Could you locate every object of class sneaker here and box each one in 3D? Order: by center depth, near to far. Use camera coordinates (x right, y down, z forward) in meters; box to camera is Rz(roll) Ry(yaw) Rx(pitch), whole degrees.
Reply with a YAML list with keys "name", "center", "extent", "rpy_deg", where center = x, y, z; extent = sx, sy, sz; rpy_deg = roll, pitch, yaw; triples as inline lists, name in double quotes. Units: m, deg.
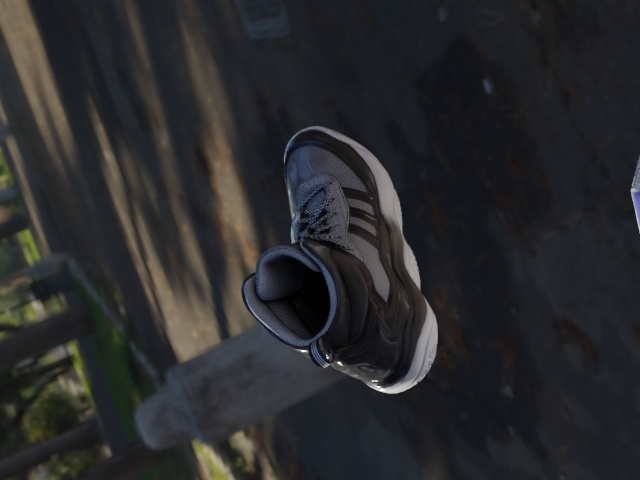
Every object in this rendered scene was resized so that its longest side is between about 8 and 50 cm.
- name: "sneaker"
  center: [0.000, 0.000, 1.059]
  extent: [0.101, 0.153, 0.269]
  rpy_deg: [-37, 59, 28]

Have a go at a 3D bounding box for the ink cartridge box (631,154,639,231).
- name: "ink cartridge box"
  center: [0.309, 0.072, 0.955]
  extent: [0.330, 0.071, 0.324]
  rpy_deg: [-50, -54, -57]
